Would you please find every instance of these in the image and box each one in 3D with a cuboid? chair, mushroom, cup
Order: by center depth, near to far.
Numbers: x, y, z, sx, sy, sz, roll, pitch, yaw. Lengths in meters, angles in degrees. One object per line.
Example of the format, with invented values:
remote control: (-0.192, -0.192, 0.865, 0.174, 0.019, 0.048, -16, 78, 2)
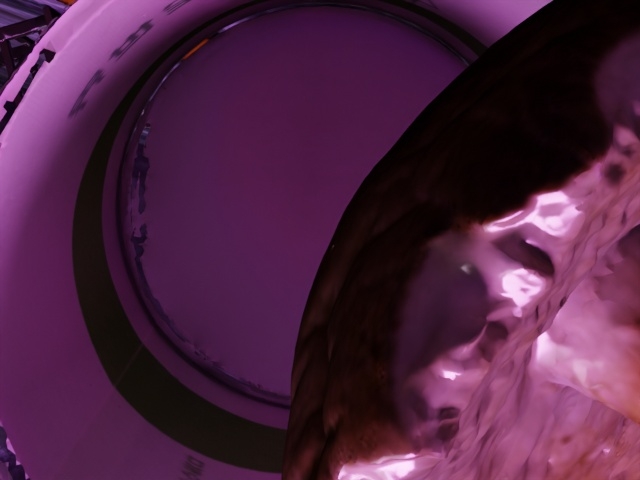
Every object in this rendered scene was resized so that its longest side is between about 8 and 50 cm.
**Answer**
mushroom: (0.110, 0.053, 0.460, 0.208, 0.233, 0.302, 22, -165, -28)
cup: (0.000, 0.000, 0.749, 0.253, 0.253, 0.274, 21, -174, -5)
chair: (-0.166, -0.129, 1.475, 0.212, 0.101, 0.084, -17, 174, 7)

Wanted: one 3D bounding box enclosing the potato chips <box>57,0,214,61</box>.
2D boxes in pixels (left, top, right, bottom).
potato chips: (-0.128, -0.142, 1.153, 0.204, 0.026, 0.037, 21, -168, -44)
